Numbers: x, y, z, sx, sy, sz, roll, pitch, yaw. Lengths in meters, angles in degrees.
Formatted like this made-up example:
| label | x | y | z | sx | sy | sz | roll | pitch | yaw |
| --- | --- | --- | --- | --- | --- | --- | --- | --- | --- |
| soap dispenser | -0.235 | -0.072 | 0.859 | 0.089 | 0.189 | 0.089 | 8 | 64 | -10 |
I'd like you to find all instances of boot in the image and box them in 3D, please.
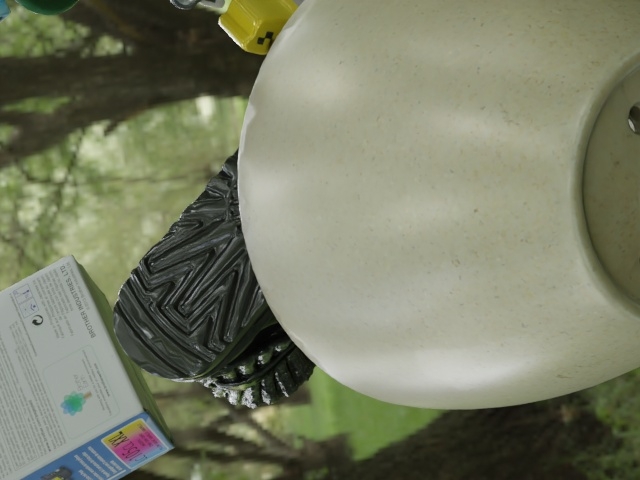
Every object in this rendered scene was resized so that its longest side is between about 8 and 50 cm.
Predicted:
| label | x | y | z | sx | sy | sz | roll | pitch | yaw |
| --- | --- | --- | --- | --- | --- | --- | --- | --- | --- |
| boot | -0.003 | -0.002 | 1.097 | 0.131 | 0.348 | 0.260 | 52 | -175 | 18 |

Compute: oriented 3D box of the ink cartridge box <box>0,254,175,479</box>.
| label | x | y | z | sx | sy | sz | roll | pitch | yaw |
| --- | --- | --- | --- | --- | --- | --- | --- | --- | --- |
| ink cartridge box | -0.425 | 0.234 | 1.683 | 0.270 | 0.395 | 0.151 | 59 | 174 | 32 |

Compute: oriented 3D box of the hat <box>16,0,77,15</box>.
| label | x | y | z | sx | sy | sz | roll | pitch | yaw |
| --- | --- | --- | --- | --- | --- | --- | --- | --- | --- |
| hat | -0.364 | -0.345 | 1.415 | 0.173 | 0.183 | 0.209 | 0 | -88 | -60 |

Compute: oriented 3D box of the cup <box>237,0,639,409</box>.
| label | x | y | z | sx | sy | sz | roll | pitch | yaw |
| --- | --- | --- | --- | --- | --- | --- | --- | --- | --- |
| cup | 0.145 | -0.038 | 0.834 | 0.237 | 0.331 | 0.331 | 7 | 108 | 61 |

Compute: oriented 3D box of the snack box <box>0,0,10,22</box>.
| label | x | y | z | sx | sy | sz | roll | pitch | yaw |
| --- | --- | --- | --- | --- | --- | --- | --- | --- | --- |
| snack box | -0.429 | -0.214 | 1.030 | 0.060 | 0.322 | 0.187 | -24 | 92 | 52 |

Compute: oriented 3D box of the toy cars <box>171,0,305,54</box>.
| label | x | y | z | sx | sy | sz | roll | pitch | yaw |
| --- | --- | --- | --- | --- | --- | --- | --- | --- | --- |
| toy cars | -0.088 | -0.254 | 1.282 | 0.176 | 0.393 | 0.087 | -42 | -27 | -67 |
